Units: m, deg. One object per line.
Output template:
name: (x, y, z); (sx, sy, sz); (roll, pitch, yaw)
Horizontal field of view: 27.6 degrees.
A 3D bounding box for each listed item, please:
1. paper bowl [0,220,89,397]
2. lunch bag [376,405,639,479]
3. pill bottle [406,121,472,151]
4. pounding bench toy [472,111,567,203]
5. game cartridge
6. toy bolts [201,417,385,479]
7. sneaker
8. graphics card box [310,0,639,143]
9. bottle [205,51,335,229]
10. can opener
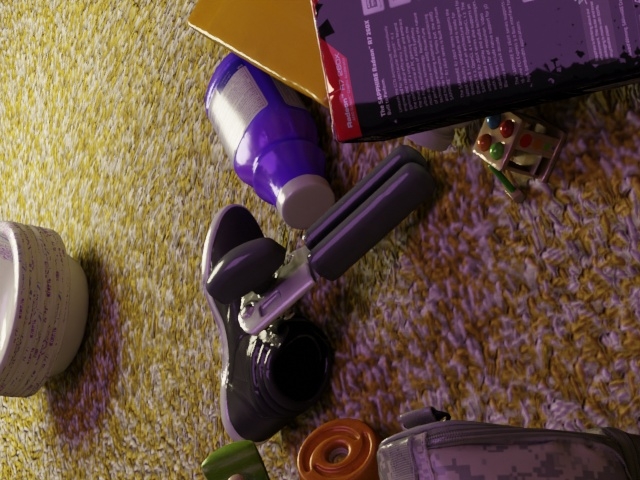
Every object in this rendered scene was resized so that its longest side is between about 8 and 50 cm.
paper bowl: (-0.480, 0.117, 2.131); (0.284, 0.148, 0.284); (-25, 59, 51)
lunch bag: (0.156, 0.288, 0.954); (0.212, 0.256, 0.305); (-27, 57, 45)
pill bottle: (0.134, -0.170, 1.312); (0.152, 0.086, 0.086); (-62, 35, 24)
pounding bench toy: (0.179, -0.079, 1.230); (0.052, 0.065, 0.083); (44, 117, 54)
game cartridge: (0.004, -0.320, 1.518); (0.324, 0.053, 0.285); (37, 96, 46)
toy bolts: (-0.002, 0.325, 1.370); (0.218, 0.158, 0.228); (-22, 40, 7)
sneaker: (-0.056, 0.083, 1.524); (0.147, 0.104, 0.295); (-28, 63, 49)
graphics card box: (0.164, -0.229, 1.114); (0.371, 0.094, 0.232); (-11, 88, 36)
bottle: (-0.060, -0.123, 1.597); (0.118, 0.092, 0.283); (-61, 36, 26)
can opener: (0.000, 0.000, 1.400); (0.280, 0.093, 0.074); (-38, 36, 16)
